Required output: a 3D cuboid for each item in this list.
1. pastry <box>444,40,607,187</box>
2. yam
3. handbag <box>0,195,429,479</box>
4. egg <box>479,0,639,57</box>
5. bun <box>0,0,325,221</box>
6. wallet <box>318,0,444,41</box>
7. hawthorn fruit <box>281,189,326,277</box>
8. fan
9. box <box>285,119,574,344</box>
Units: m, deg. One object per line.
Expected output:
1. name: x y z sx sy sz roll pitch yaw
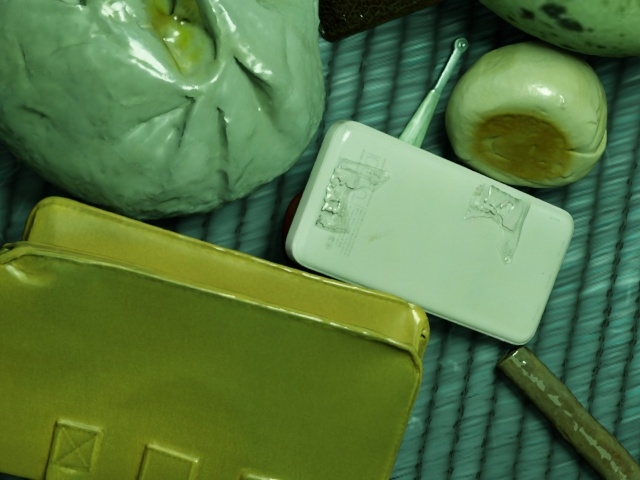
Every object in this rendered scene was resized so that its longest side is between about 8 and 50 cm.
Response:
1. pastry: 0.196 -0.118 1.562 0.156 0.156 0.092 19 47 -6
2. yam: 0.292 0.232 1.631 0.327 0.045 0.045 48 54 -4
3. handbag: -0.120 0.138 1.519 0.401 0.133 0.283 15 115 -4
4. egg: 0.230 -0.324 1.481 0.379 0.287 0.287 25 90 2
5. bun: -0.160 -0.185 1.495 0.354 0.194 0.354 0 91 -7
6. wallet: 0.048 -0.261 1.492 0.039 0.243 0.133 -22 97 -26
7. hawthorn fruit: 0.000 0.000 1.576 0.081 0.081 0.093 16 95 -6
8. fan: 0.096 -0.111 1.612 0.038 0.016 0.193 28 90 -9
9. box: 0.109 -0.004 1.561 0.285 0.044 0.142 21 88 -28
